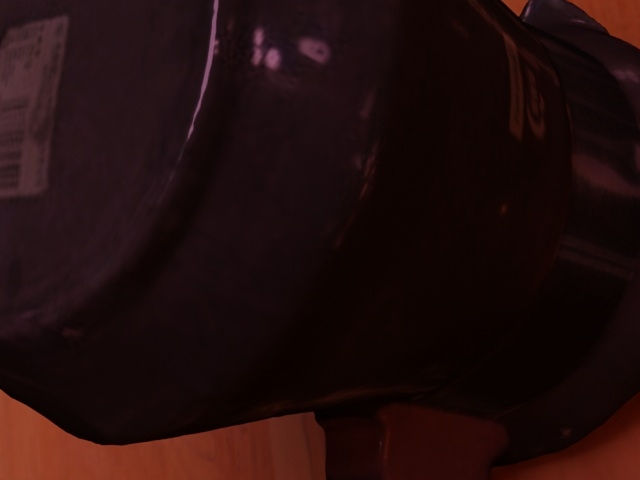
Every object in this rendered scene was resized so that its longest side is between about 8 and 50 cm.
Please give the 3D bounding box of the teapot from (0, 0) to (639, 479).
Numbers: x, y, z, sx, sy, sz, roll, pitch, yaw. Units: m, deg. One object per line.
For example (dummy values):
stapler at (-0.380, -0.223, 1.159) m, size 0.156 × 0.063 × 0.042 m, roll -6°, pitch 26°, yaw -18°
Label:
teapot at (0.000, 0.000, 0.922) m, size 0.305 × 0.361 × 0.376 m, roll -3°, pitch 75°, yaw 47°
